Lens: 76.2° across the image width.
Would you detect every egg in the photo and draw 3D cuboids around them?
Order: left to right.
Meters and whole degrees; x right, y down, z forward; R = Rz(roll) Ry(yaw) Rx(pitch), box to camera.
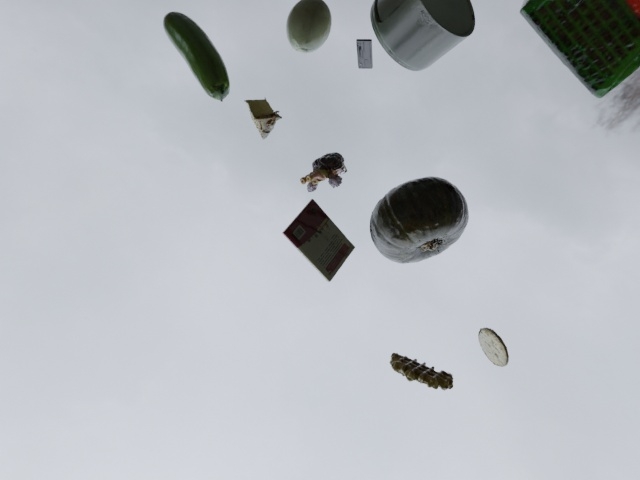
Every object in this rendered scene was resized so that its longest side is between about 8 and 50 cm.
[{"bbox_3d":[-0.031,-0.555,1.056,0.114,0.114,0.152,20,-105,-3],"label":"egg"}]

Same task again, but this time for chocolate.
[{"bbox_3d":[0.777,-0.635,1.082,0.360,0.341,0.161,37,-143,-16],"label":"chocolate"}]

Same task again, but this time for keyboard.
[{"bbox_3d":[0.149,-0.624,1.368,0.053,0.155,0.010,5,-99,8],"label":"keyboard"}]

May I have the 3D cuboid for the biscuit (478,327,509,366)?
[{"bbox_3d":[0.623,0.385,1.475,0.020,0.152,0.152,-20,-118,-14],"label":"biscuit"}]

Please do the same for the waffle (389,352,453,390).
[{"bbox_3d":[0.315,0.409,1.273,0.192,0.160,0.046,13,-84,-4],"label":"waffle"}]

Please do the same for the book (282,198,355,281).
[{"bbox_3d":[0.000,0.000,1.329,0.232,0.022,0.162,48,-116,-21],"label":"book"}]

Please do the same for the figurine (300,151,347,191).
[{"bbox_3d":[0.014,-0.279,1.663,0.240,0.175,0.115,-48,-58,-38],"label":"figurine"}]

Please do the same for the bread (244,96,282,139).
[{"bbox_3d":[-0.271,-0.541,1.811,0.127,0.152,0.147,-17,-114,-37],"label":"bread"}]

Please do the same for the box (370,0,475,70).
[{"bbox_3d":[0.256,-0.569,1.032,0.226,0.149,0.225,12,-112,-32],"label":"box"}]

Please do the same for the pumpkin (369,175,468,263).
[{"bbox_3d":[0.210,-0.044,0.886,0.224,0.223,0.157,-6,-123,-22],"label":"pumpkin"}]

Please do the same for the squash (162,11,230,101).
[{"bbox_3d":[-0.288,-0.445,0.961,0.082,0.082,0.292,-22,-113,-30],"label":"squash"}]
